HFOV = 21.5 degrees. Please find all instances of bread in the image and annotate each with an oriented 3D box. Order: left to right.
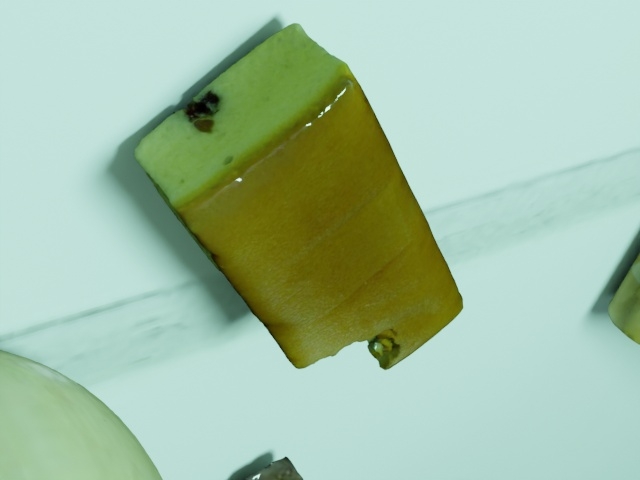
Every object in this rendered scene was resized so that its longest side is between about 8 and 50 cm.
[{"bbox_3d":[0.000,0.000,0.707,0.088,0.049,0.226,-41,151,-6],"label":"bread"}]

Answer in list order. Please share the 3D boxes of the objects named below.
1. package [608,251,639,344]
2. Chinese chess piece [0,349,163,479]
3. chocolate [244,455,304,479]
[{"bbox_3d":[0.333,-0.060,0.980,0.165,0.221,0.311,-74,-173,-60],"label":"package"},{"bbox_3d":[-0.167,0.155,0.643,0.250,0.103,0.250,-31,149,-21],"label":"Chinese chess piece"},{"bbox_3d":[-0.024,0.252,0.946,0.112,0.112,0.321,-27,148,-13],"label":"chocolate"}]
